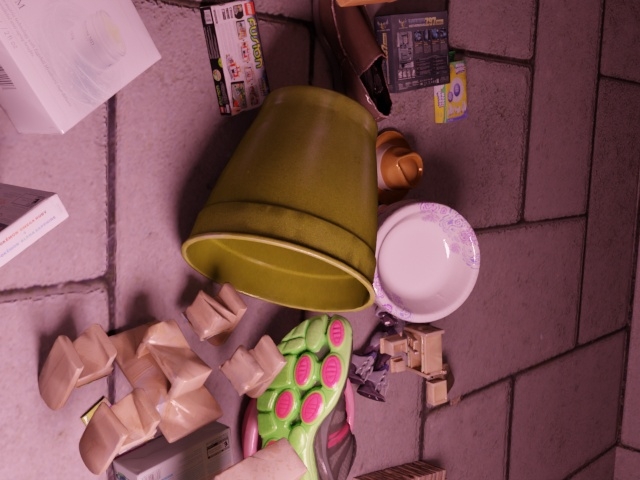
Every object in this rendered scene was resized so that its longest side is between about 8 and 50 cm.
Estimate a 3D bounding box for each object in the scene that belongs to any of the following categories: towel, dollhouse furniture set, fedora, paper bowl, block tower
[{"bbox_3d":[-0.388,0.328,1.403,0.060,0.009,0.083,-44,126,-34],"label":"towel"},{"bbox_3d":[-0.242,0.329,1.371,0.362,0.394,0.256,-18,151,-46],"label":"dollhouse furniture set"},{"bbox_3d":[0.208,0.306,1.887,0.161,0.101,0.182,-8,101,-29],"label":"dollhouse furniture set"},{"bbox_3d":[0.194,-0.176,1.916,0.194,0.079,0.194,-10,103,-46],"label":"fedora"},{"bbox_3d":[0.222,0.044,1.861,0.284,0.148,0.284,-2,97,-18],"label":"paper bowl"},{"bbox_3d":[0.208,0.656,2.063,0.335,0.097,0.091,6,92,-50],"label":"block tower"}]

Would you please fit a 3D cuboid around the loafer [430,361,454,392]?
[{"bbox_3d":[0.341,0.383,2.199,0.056,0.050,0.148,-47,144,-29],"label":"loafer"}]

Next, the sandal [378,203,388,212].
[{"bbox_3d":[0.207,0.025,1.966,0.102,0.076,0.265,-52,131,-29],"label":"sandal"}]

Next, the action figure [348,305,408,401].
[{"bbox_3d":[0.163,0.250,1.942,0.185,0.099,0.285,51,56,-34],"label":"action figure"}]

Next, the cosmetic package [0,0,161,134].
[{"bbox_3d":[-0.401,-0.315,1.186,0.225,0.138,0.224,-50,130,-32],"label":"cosmetic package"}]

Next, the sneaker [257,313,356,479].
[{"bbox_3d":[-0.022,0.383,1.606,0.202,0.185,0.483,6,95,-66],"label":"sneaker"}]

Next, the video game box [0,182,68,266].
[{"bbox_3d":[-0.483,-0.009,1.094,0.187,0.205,0.048,-42,127,-35],"label":"video game box"}]

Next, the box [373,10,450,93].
[{"bbox_3d":[0.229,-0.464,1.921,0.232,0.059,0.183,-21,112,-44],"label":"box"}]

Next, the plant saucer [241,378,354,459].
[{"bbox_3d":[-0.057,0.411,1.731,0.332,0.084,0.332,-9,102,-47],"label":"plant saucer"}]

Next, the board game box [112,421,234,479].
[{"bbox_3d":[-0.267,0.527,1.508,0.224,0.097,0.303,-17,107,-45],"label":"board game box"}]

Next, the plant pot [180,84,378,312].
[{"bbox_3d":[-0.041,-0.090,1.498,0.366,0.366,0.353,35,60,-45],"label":"plant pot"}]

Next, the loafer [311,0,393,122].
[{"bbox_3d":[0.091,-0.423,1.720,0.134,0.130,0.366,-39,124,-37],"label":"loafer"}]

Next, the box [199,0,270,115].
[{"bbox_3d":[-0.162,-0.356,1.520,0.114,0.036,0.207,-27,116,-42],"label":"box"}]

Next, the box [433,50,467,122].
[{"bbox_3d":[0.344,-0.407,2.073,0.105,0.043,0.179,-21,110,-45],"label":"box"}]

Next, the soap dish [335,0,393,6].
[{"bbox_3d":[0.069,-0.611,1.595,0.229,0.118,0.291,-23,79,-44],"label":"soap dish"}]
